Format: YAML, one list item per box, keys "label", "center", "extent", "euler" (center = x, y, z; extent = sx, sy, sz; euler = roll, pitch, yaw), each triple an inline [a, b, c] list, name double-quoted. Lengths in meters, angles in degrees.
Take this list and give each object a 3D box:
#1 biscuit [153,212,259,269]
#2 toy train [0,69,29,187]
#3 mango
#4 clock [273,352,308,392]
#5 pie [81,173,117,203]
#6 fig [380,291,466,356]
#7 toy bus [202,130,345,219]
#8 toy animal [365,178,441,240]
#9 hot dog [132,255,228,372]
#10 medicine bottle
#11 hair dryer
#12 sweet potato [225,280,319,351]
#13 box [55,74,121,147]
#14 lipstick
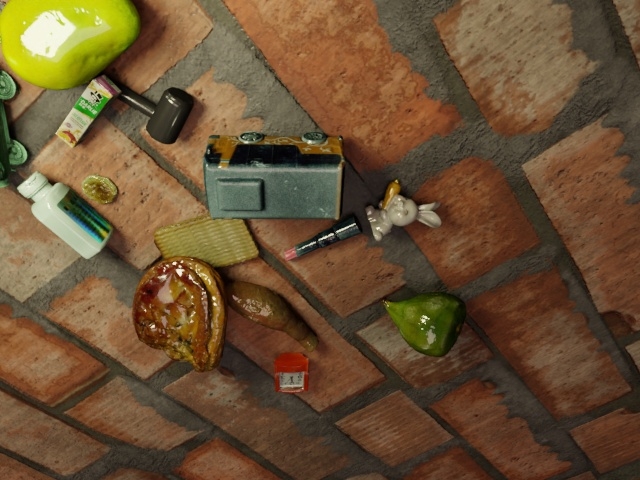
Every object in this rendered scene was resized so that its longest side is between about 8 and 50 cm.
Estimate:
- label: "biscuit"
  center: [-0.310, 0.009, 1.334]
  extent: [0.255, 0.029, 0.172]
  euler: [-16, 124, 7]
- label: "toy train"
  center: [-0.768, -0.258, 1.065]
  extent: [0.190, 0.126, 0.307]
  euler: [7, 124, -8]
- label: "mango"
  center: [-0.497, -0.416, 0.963]
  extent: [0.273, 0.149, 0.185]
  euler: [-33, 105, 8]
- label: "clock"
  center: [-0.096, 0.442, 1.624]
  extent: [0.113, 0.061, 0.155]
  euler: [0, 127, -3]
- label: "pie"
  center: [-0.556, -0.129, 1.230]
  extent: [0.084, 0.020, 0.084]
  euler: [-2, 124, -3]
- label: "fig"
  center: [0.298, 0.233, 1.470]
  extent: [0.235, 0.203, 0.203]
  euler: [20, 131, 31]
- label: "toy bus"
  center: [-0.105, -0.149, 1.140]
  extent: [0.324, 0.194, 0.161]
  euler: [0, 125, -4]
- label: "toy animal"
  center: [0.218, -0.080, 1.285]
  extent: [0.182, 0.131, 0.127]
  euler: [-21, 155, 19]
- label: "hot dog"
  center: [-0.374, 0.218, 1.356]
  extent: [0.267, 0.174, 0.387]
  euler: [19, 130, 7]
- label: "medicine bottle"
  center: [-0.627, -0.068, 1.205]
  extent: [0.083, 0.121, 0.229]
  euler: [-30, 121, 16]
- label: "hair dryer"
  center: [-0.412, -0.329, 1.089]
  extent: [0.248, 0.070, 0.114]
  euler: [32, 118, -13]
- label: "sweet potato"
  center: [-0.131, 0.220, 1.449]
  extent: [0.109, 0.109, 0.385]
  euler: [-41, 122, 22]
- label: "box"
  center: [-0.517, -0.283, 1.085]
  extent: [0.207, 0.041, 0.050]
  euler: [-32, 111, 35]
- label: "lipstick"
  center: [0.000, 0.000, 1.342]
  extent: [0.234, 0.053, 0.053]
  euler: [-24, 122, 18]
